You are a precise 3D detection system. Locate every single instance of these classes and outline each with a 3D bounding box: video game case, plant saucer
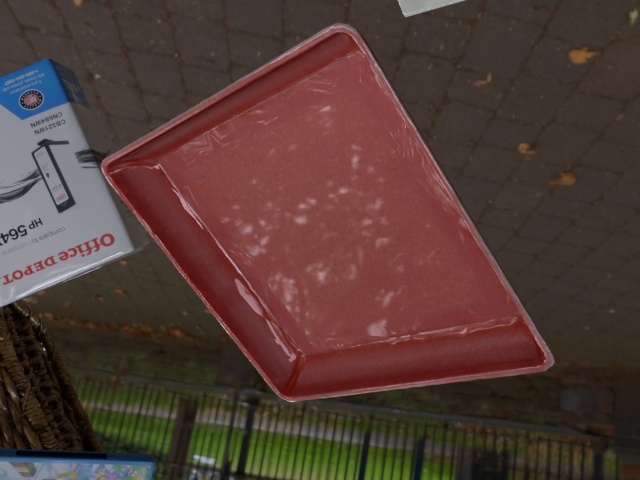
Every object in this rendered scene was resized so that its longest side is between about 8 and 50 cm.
[{"bbox_3d":[-0.249,0.247,0.654,0.166,0.119,0.015,9,-160,-22],"label":"video game case"},{"bbox_3d":[0.000,0.000,0.507,0.259,0.047,0.258,-18,115,41],"label":"plant saucer"}]

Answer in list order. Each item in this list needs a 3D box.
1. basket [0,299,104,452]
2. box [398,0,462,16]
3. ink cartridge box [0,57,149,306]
[{"bbox_3d":[-0.378,0.196,0.878,0.223,0.299,0.213,-10,146,-40],"label":"basket"},{"bbox_3d":[0.196,-0.370,0.813,0.232,0.148,0.126,2,131,47],"label":"box"},{"bbox_3d":[-0.285,-0.056,0.708,0.148,0.203,0.086,-24,-175,-3],"label":"ink cartridge box"}]
